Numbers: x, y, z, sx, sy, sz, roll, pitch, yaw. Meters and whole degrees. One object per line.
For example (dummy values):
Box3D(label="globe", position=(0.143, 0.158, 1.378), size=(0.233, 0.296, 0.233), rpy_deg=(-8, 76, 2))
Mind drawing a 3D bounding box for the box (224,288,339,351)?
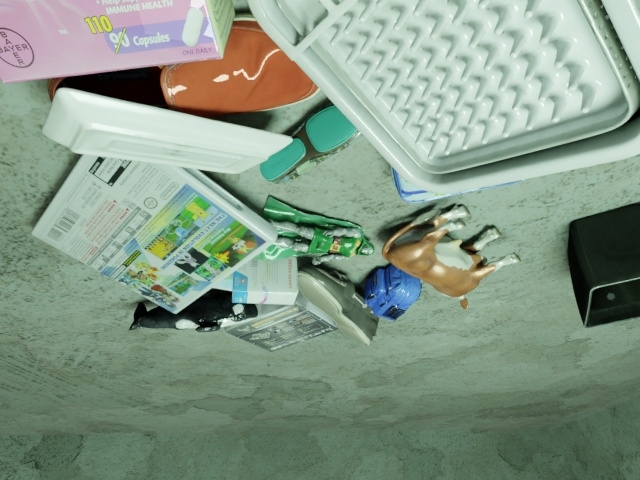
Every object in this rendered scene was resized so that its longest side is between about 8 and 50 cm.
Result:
Box3D(label="box", position=(-0.096, 0.203, 1.029), size=(0.230, 0.056, 0.183), rpy_deg=(-26, 137, 25))

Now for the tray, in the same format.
Box3D(label="tray", position=(-0.181, -0.120, 0.510), size=(0.270, 0.030, 0.145), rpy_deg=(1, 173, -39))

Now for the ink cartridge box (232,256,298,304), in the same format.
Box3D(label="ink cartridge box", position=(-0.108, 0.075, 0.794), size=(0.122, 0.089, 0.052), rpy_deg=(4, 142, -11))

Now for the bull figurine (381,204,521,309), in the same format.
Box3D(label="bull figurine", position=(0.267, 0.040, 0.818), size=(0.310, 0.101, 0.188), rpy_deg=(21, 131, -34))

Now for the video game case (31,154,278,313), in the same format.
Box3D(label="video game case", position=(-0.289, -0.015, 0.699), size=(0.300, 0.036, 0.329), rpy_deg=(38, 126, -26))

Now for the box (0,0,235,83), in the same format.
Box3D(label="box", position=(-0.206, -0.277, 0.327), size=(0.213, 0.117, 0.243), rpy_deg=(-5, 136, 2))

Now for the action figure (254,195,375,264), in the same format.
Box3D(label="action figure", position=(0.000, 0.000, 0.770), size=(0.232, 0.064, 0.137), rpy_deg=(7, 128, -21))

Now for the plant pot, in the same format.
Box3D(label="plant pot", position=(0.588, 0.043, 0.795), size=(0.187, 0.167, 0.188), rpy_deg=(-18, 140, 18))

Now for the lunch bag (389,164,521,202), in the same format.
Box3D(label="lunch bag", position=(0.206, -0.142, 0.585), size=(0.218, 0.090, 0.176), rpy_deg=(-9, 145, 8))

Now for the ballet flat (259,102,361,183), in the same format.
Box3D(label="ballet flat", position=(-0.006, -0.142, 0.593), size=(0.188, 0.070, 0.070), rpy_deg=(-22, 139, 28))

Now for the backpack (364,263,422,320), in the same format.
Box3D(label="backpack", position=(0.160, 0.109, 0.898), size=(0.101, 0.098, 0.120), rpy_deg=(18, 138, -21))

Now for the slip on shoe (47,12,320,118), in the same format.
Box3D(label="slip on shoe", position=(-0.152, -0.187, 0.482), size=(0.330, 0.101, 0.123), rpy_deg=(-4, 141, -2))

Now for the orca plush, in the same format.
Box3D(label="orca plush", position=(-0.292, 0.138, 0.934), size=(0.286, 0.102, 0.151), rpy_deg=(-2, -171, 13))

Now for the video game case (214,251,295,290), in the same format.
Box3D(label="video game case", position=(-0.215, 0.035, 0.826), size=(0.284, 0.025, 0.204), rpy_deg=(13, 139, -22))

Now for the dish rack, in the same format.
Box3D(label="dish rack", position=(0.112, -0.187, 0.373), size=(0.332, 0.072, 0.285), rpy_deg=(42, 155, -24))

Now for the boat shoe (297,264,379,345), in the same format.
Box3D(label="boat shoe", position=(0.050, 0.132, 0.941), size=(0.112, 0.096, 0.335), rpy_deg=(15, 153, 40))
